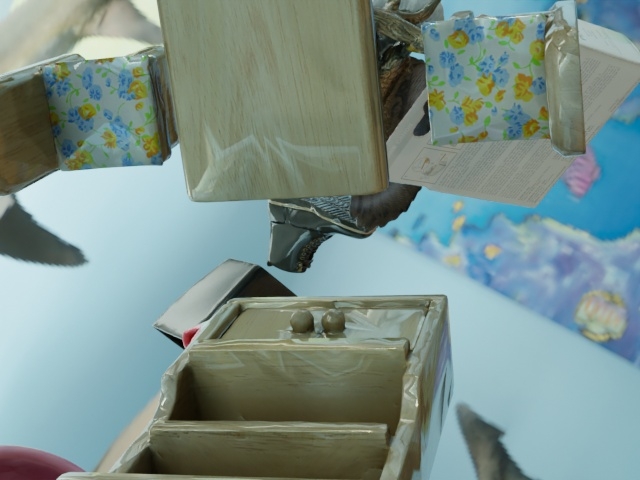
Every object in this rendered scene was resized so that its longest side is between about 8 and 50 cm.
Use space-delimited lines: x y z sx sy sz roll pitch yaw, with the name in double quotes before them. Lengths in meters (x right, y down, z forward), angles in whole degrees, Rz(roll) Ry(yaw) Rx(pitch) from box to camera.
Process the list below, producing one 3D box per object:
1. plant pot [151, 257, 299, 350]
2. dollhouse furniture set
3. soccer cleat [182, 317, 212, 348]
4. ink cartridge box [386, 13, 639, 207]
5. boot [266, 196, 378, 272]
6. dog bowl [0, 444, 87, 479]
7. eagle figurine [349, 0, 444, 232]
"plant pot" -0.126 0.134 1.700 0.167 0.187 0.188 -55 25 -14
"dollhouse furniture set" -0.020 -0.026 0.354 0.161 0.212 0.242 -53 -41 -67
"soccer cleat" -0.122 0.156 1.321 0.248 0.095 0.083 -121 21 -73
"ink cartridge box" 0.158 -0.119 0.931 0.224 0.056 0.181 8 -49 -36
"boot" 0.000 0.000 1.574 0.077 0.198 0.137 -16 -61 -43
"dog bowl" -0.368 0.420 1.230 0.150 0.408 0.408 -39 0 30
"eagle figurine" 0.052 -0.185 1.388 0.225 0.226 0.298 -8 -33 -24
